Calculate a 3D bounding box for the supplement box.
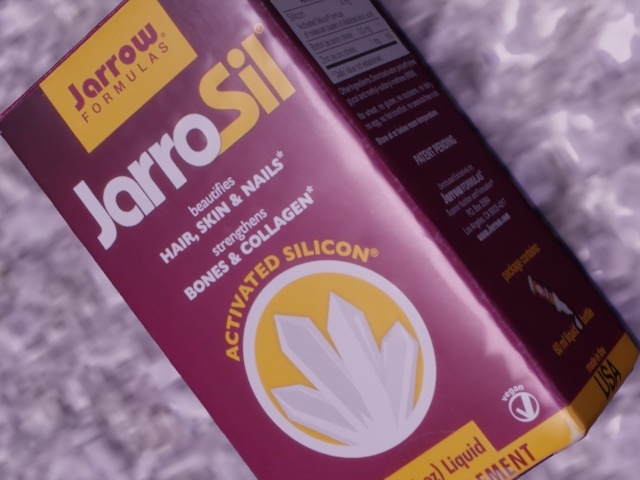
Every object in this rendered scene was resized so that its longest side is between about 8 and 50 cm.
[{"bbox_3d":[0.000,0.000,0.531,0.104,0.081,0.188,-38,88,27],"label":"supplement box"}]
